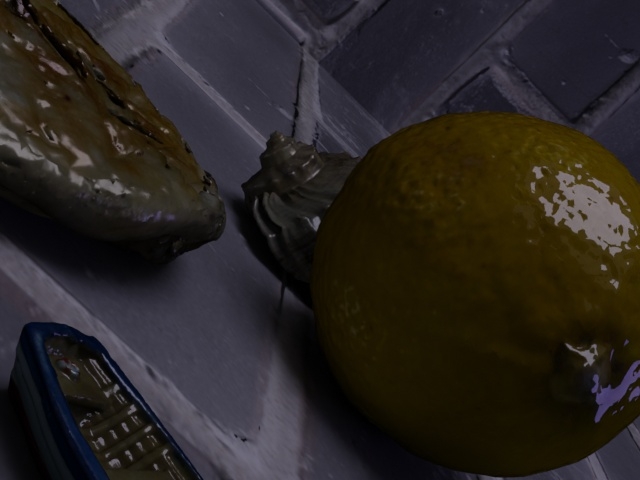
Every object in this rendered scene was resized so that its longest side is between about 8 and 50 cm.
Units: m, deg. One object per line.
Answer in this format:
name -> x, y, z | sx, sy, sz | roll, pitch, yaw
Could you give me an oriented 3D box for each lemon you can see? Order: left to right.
lemon -> 0.126, 0.038, 0.939 | 0.293, 0.293, 0.293 | 44, 11, -11

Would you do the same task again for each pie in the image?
pie -> -0.183, -0.104, 0.792 | 0.339, 0.077, 0.339 | 43, 12, -11

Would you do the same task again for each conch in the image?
conch -> 0.000, 0.000, 1.113 | 0.155, 0.130, 0.207 | -37, 107, -46

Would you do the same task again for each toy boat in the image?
toy boat -> -0.059, 0.126, 0.502 | 0.229, 0.046, 0.080 | 51, 12, 25
